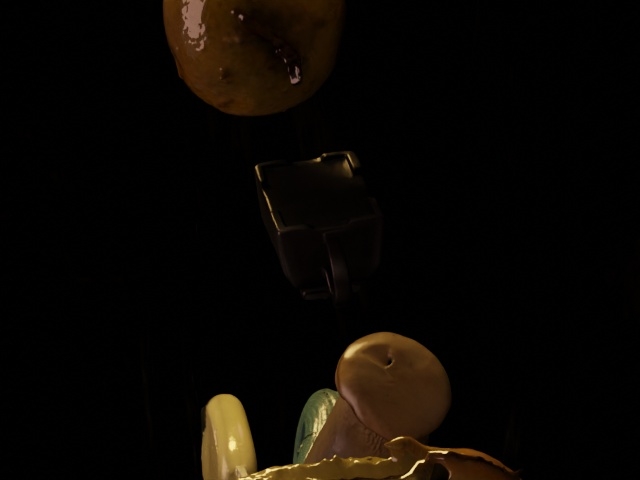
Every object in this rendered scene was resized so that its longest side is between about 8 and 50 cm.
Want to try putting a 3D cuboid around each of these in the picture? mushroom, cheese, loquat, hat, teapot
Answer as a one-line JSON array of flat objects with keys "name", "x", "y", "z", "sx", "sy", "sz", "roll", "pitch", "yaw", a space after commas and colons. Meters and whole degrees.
[{"name": "mushroom", "x": 0.035, "y": 0.162, "z": 1.298, "sx": 0.096, "sy": 0.108, "sz": 0.247, "roll": 38, "pitch": 153, "yaw": 15}, {"name": "cheese", "x": -0.100, "y": 0.280, "z": 2.128, "sx": 0.251, "sy": 0.054, "sz": 0.127, "roll": -127, "pitch": 34, "yaw": -68}, {"name": "loquat", "x": -0.053, "y": -0.192, "z": 1.464, "sx": 0.204, "sy": 0.149, "sz": 0.172, "roll": -92, "pitch": -1, "yaw": -63}, {"name": "hat", "x": 0.008, "y": 0.214, "z": 1.513, "sx": 0.191, "sy": 0.077, "sz": 0.138, "roll": -76, "pitch": -2, "yaw": -60}, {"name": "teapot", "x": 0.000, "y": 0.000, "z": 1.435, "sx": 0.177, "sy": 0.087, "sz": 0.096, "roll": -114, "pitch": 18, "yaw": -59}]

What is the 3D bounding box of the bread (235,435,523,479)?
[{"name": "bread", "x": 0.048, "y": 0.222, "z": 1.016, "sx": 0.163, "sy": 0.204, "sz": 0.262, "roll": -91, "pitch": -3, "yaw": -69}]
